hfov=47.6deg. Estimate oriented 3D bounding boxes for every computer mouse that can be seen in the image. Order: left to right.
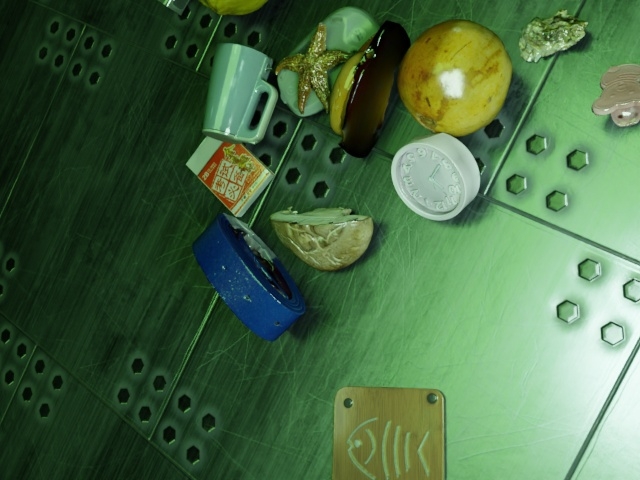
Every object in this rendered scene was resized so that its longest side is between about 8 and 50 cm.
[{"bbox_3d":[0.025,-0.464,1.899,0.331,0.095,0.197,-32,75,32],"label":"computer mouse"}]

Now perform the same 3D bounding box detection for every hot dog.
[{"bbox_3d":[0.108,-0.379,1.784,0.107,0.194,0.326,37,104,36],"label":"hot dog"}]

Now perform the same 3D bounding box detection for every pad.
[{"bbox_3d":[0.154,0.486,1.683,0.284,0.018,0.286,-5,77,30],"label":"pad"}]

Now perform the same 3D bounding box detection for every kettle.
[{"bbox_3d":[-0.208,-0.382,1.940,0.211,0.160,0.243,12,86,22],"label":"kettle"}]

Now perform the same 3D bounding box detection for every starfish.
[{"bbox_3d":[-0.024,-0.438,1.859,0.241,0.043,0.227,7,98,37],"label":"starfish"}]

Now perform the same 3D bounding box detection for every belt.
[{"bbox_3d":[-0.179,0.088,1.838,0.117,0.212,0.347,-46,66,16],"label":"belt"}]

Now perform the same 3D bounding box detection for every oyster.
[{"bbox_3d":[0.525,-0.473,1.637,0.166,0.053,0.108,-9,66,36],"label":"oyster"}]

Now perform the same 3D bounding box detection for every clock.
[{"bbox_3d":[0.260,-0.145,1.648,0.197,0.068,0.197,26,137,28],"label":"clock"}]

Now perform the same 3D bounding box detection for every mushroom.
[{"bbox_3d":[0.000,0.000,1.815,0.286,0.156,0.151,5,111,31],"label":"mushroom"}]

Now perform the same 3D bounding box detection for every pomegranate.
[{"bbox_3d":[0.308,-0.364,1.623,0.264,0.264,0.264,-6,77,29],"label":"pomegranate"}]

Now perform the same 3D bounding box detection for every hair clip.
[{"bbox_3d":[0.631,-0.317,1.514,0.123,0.102,0.138,-5,77,26],"label":"hair clip"}]

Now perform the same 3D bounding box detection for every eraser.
[{"bbox_3d":[-0.254,-0.197,2.019,0.230,0.038,0.157,45,104,19],"label":"eraser"}]

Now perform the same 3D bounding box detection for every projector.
[{"bbox_3d":[-0.453,-0.757,2.235,0.083,0.083,0.082,39,101,30],"label":"projector"}]

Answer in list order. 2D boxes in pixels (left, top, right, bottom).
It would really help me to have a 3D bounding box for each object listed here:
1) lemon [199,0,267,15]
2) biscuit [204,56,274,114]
[{"bbox_3d":[-0.231,-0.784,2.015,0.316,0.285,0.285,-43,59,-15],"label":"lemon"},{"bbox_3d":[-0.258,-0.428,2.084,0.141,0.038,0.289,39,101,30],"label":"biscuit"}]
